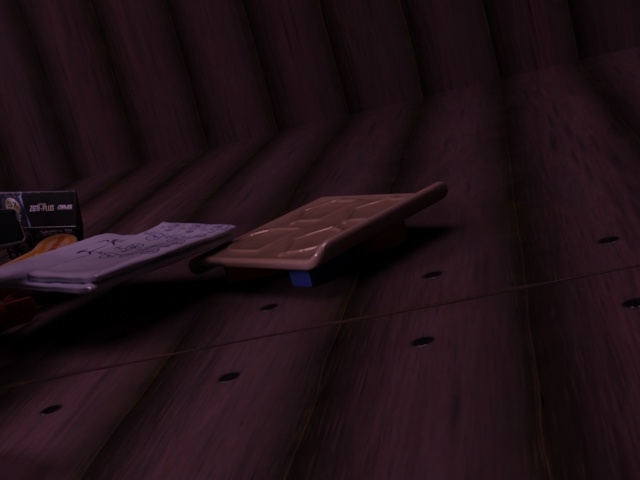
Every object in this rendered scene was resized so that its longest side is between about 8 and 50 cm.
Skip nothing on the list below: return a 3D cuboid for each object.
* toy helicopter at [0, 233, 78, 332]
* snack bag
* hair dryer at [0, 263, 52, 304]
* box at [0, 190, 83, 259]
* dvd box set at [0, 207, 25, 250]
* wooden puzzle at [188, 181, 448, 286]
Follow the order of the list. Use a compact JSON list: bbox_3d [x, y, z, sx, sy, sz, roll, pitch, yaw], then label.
[{"bbox_3d":[-0.578,0.087,1.765,0.355,0.140,0.235,-32,37,-30],"label":"toy helicopter"},{"bbox_3d":[-0.366,0.024,1.662,0.343,0.037,0.323,0,16,39],"label":"snack bag"},{"bbox_3d":[-0.566,0.062,1.976,0.224,0.080,0.293,-19,15,-17],"label":"hair dryer"},{"bbox_3d":[-0.543,-0.029,1.933,0.147,0.077,0.180,-2,-20,-9],"label":"box"},{"bbox_3d":[-0.706,0.058,1.507,0.421,0.062,0.308,-20,-1,23],"label":"dvd box set"},{"bbox_3d":[0.000,0.000,1.652,0.322,0.080,0.348,-27,14,-40],"label":"wooden puzzle"}]
